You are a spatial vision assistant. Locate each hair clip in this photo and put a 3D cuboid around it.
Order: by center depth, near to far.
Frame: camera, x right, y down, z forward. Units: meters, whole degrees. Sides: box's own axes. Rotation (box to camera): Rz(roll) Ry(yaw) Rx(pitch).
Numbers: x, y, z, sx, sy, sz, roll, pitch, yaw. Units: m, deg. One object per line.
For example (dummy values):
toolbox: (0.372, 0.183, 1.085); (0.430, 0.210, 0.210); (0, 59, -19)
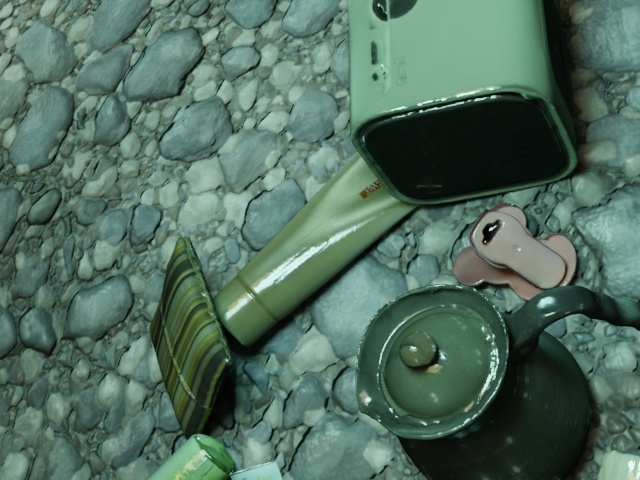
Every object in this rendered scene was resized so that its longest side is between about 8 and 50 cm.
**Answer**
hair clip: (0.245, 0.022, 1.689); (0.138, 0.102, 0.123); (30, 85, 4)

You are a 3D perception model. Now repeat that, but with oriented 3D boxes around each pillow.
pillow: (-0.177, 0.137, 1.805); (0.212, 0.052, 0.208); (65, 146, 33)

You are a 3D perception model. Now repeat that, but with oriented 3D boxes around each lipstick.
lipstick: (-0.240, 0.374, 1.776); (0.304, 0.076, 0.076); (-43, 54, 5)

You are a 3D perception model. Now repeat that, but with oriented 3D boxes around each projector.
projector: (0.175, -0.215, 1.696); (0.248, 0.248, 0.249); (-10, 63, 19)

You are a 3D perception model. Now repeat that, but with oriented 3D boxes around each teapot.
teapot: (0.191, 0.161, 1.493); (0.305, 0.285, 0.223); (-2, 67, 30)

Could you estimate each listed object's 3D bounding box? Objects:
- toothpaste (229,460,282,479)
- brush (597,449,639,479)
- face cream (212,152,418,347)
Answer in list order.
toothpaste: (-0.033, 0.423, 1.598); (0.067, 0.081, 0.336); (-17, 50, -6)
brush: (0.373, 0.347, 1.385); (0.266, 0.174, 0.166); (26, 73, 28)
face cream: (0.000, 0.000, 1.816); (0.341, 0.084, 0.137); (-42, 56, -2)
